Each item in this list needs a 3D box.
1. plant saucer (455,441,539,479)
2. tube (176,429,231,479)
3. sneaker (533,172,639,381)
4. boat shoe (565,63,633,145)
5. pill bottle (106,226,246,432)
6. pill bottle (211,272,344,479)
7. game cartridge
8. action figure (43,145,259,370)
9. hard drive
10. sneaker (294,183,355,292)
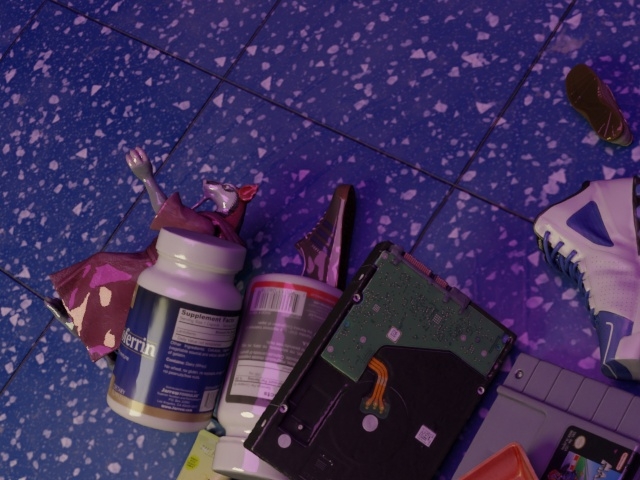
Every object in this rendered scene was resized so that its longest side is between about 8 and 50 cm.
[{"bbox_3d":[0.187,0.407,1.191,0.258,0.048,0.259,-38,35,13],"label":"plant saucer"},{"bbox_3d":[-0.200,0.397,1.473,0.070,0.062,0.240,34,73,-10],"label":"tube"},{"bbox_3d":[0.380,0.040,1.379,0.182,0.127,0.315,1,60,26],"label":"sneaker"},{"bbox_3d":[0.420,-0.204,1.517,0.056,0.048,0.153,-45,49,25],"label":"boat shoe"},{"bbox_3d":[-0.197,0.122,1.418,0.153,0.153,0.264,17,93,27],"label":"pill bottle"},{"bbox_3d":[-0.057,0.203,1.442,0.161,0.161,0.283,4,69,23],"label":"pill bottle"},{"bbox_3d":[0.266,0.330,1.275,0.230,0.068,0.355,16,71,52],"label":"game cartridge"},{"bbox_3d":[-0.230,0.042,1.538,0.370,0.248,0.275,-38,59,5],"label":"action figure"},{"bbox_3d":[0.085,0.201,1.358,0.237,0.064,0.339,36,77,-11],"label":"hard drive"},{"bbox_3d":[0.000,0.000,1.570,0.086,0.064,0.192,2,70,17],"label":"sneaker"}]
